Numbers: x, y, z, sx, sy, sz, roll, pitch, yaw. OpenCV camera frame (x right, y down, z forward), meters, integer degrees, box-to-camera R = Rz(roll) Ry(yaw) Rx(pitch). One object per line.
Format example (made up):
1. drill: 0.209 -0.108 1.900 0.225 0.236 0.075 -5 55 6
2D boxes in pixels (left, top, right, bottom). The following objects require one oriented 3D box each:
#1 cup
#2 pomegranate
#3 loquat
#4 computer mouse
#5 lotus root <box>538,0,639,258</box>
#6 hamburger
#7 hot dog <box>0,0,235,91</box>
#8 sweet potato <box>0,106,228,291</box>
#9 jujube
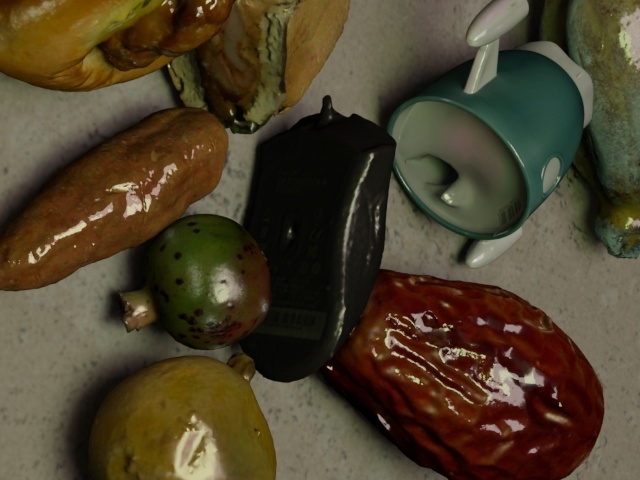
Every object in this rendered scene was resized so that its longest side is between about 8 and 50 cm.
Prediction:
1. cup: 0.179 -0.111 1.835 0.173 0.167 0.299 -42 143 -37
2. pomegranate: -0.105 0.040 1.646 0.130 0.130 0.130 -2 93 -38
3. loquat: -0.114 0.177 1.623 0.172 0.149 0.204 45 54 -25
4. computer mouse: 0.000 0.000 1.711 0.088 0.147 0.264 11 89 -49
5. lotus root: 0.321 -0.138 1.941 0.140 0.158 0.322 -22 113 -17
6. hamburger: -0.049 -0.206 1.687 0.207 0.135 0.155 -54 160 -43
7. hot dog: -0.133 -0.309 1.498 0.185 0.223 0.405 15 89 -54
8. sweet potato: -0.185 -0.029 1.596 0.252 0.097 0.097 -38 114 -26
9. jujube: 0.138 0.131 1.790 0.290 0.197 0.197 29 74 -20
